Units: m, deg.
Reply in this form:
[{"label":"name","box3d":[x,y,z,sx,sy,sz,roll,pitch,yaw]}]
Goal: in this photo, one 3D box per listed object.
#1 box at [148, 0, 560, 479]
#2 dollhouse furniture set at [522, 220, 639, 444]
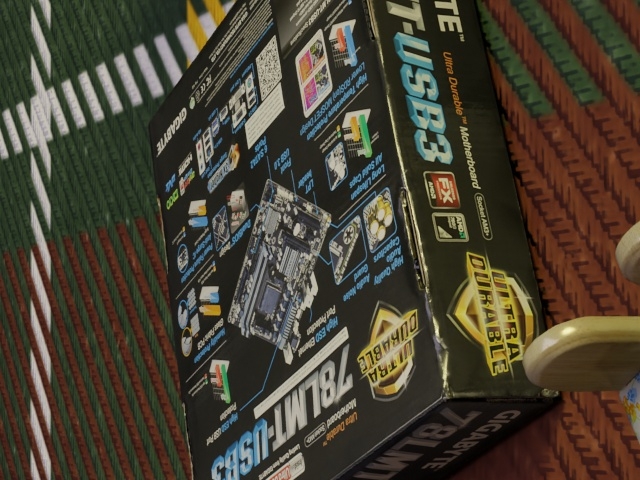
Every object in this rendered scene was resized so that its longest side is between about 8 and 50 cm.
[{"label":"box","box3d":[0.000,0.000,1.036,0.295,0.073,0.293,-46,49,54]},{"label":"dollhouse furniture set","box3d":[0.109,0.134,0.698,0.242,0.161,0.212,122,141,-47]}]
